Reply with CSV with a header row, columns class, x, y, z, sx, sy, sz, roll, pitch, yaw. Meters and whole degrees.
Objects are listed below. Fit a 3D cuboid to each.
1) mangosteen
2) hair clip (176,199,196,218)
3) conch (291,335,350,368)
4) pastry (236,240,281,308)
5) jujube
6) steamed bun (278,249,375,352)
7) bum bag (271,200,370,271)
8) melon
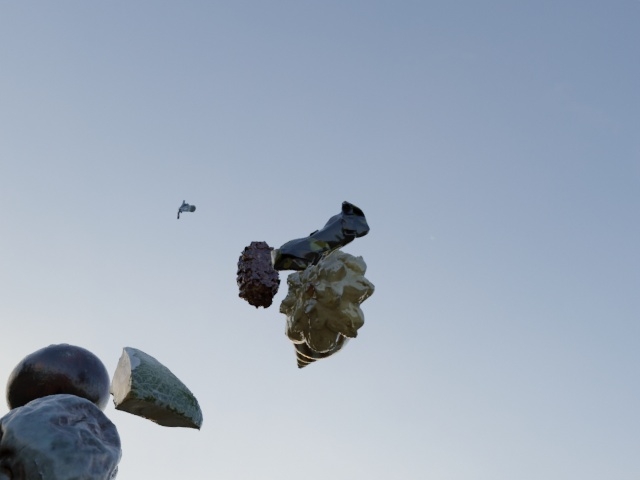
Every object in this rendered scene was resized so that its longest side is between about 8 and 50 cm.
class,x,y,z,sx,sy,sz,roll,pitch,yaw
mangosteen,-0.761,0.448,1.849,0.311,0.311,0.311,9,-46,9
hair clip,-0.357,-0.081,1.688,0.039,0.115,0.030,6,-76,-1
conch,0.004,0.262,1.838,0.275,0.183,0.149,-36,-87,24
pastry,-0.173,0.092,1.768,0.115,0.208,0.097,22,-56,-27
jujube,-0.508,0.418,1.200,0.246,0.215,0.308,43,-2,14
steamed bun,-0.011,0.141,1.641,0.137,0.295,0.292,27,-64,-36
bum bag,0.000,0.000,1.320,0.107,0.232,0.060,34,-29,47
melon,-0.292,0.265,1.083,0.202,0.093,0.139,37,-6,8
